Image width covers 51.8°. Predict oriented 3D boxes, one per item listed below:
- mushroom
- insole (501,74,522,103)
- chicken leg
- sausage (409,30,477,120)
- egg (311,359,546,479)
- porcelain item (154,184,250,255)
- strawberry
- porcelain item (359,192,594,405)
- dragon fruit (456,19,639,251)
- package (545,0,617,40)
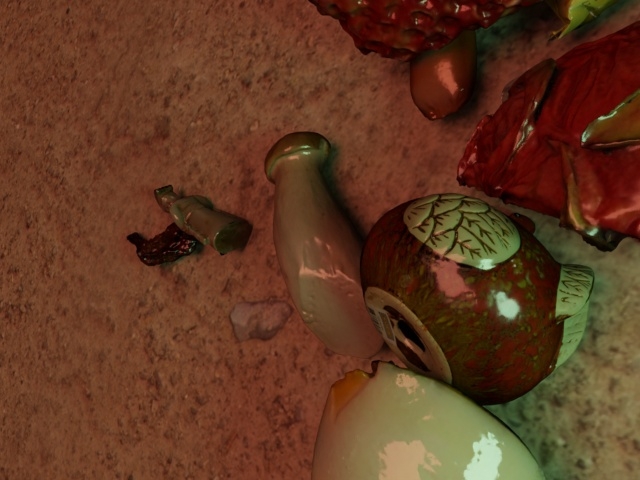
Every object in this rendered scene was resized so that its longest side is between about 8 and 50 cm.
[{"bbox_3d":[0.000,0.000,0.916,0.128,0.128,0.350,-33,59,30],"label":"mushroom"},{"bbox_3d":[0.303,-0.173,0.768,0.193,0.006,0.065,3,85,38],"label":"insole"},{"bbox_3d":[-0.293,0.008,1.197,0.205,0.053,0.093,-7,55,31],"label":"chicken leg"},{"bbox_3d":[0.156,-0.301,0.861,0.089,0.083,0.300,-11,78,37],"label":"sausage"},{"bbox_3d":[0.089,0.276,0.680,0.264,0.174,0.286,24,132,26],"label":"egg"},{"bbox_3d":[-0.214,-0.041,1.125,0.213,0.084,0.054,26,127,39],"label":"porcelain item"},{"bbox_3d":[0.111,-0.355,0.755,0.336,0.149,0.265,16,93,39],"label":"strawberry"},{"bbox_3d":[0.175,0.044,0.731,0.253,0.253,0.253,-8,78,38],"label":"porcelain item"},{"bbox_3d":[0.270,-0.073,0.683,0.330,0.302,0.240,-1,115,52],"label":"dragon fruit"},{"bbox_3d":[0.330,-0.332,0.718,0.226,0.090,0.168,-28,66,32],"label":"package"}]
